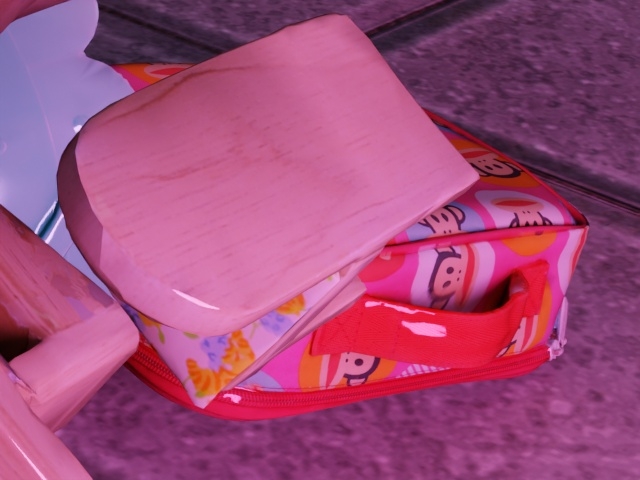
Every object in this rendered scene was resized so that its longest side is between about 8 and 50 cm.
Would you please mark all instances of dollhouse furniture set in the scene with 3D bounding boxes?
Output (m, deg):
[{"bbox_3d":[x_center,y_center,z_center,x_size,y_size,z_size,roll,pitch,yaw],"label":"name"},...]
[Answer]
[{"bbox_3d":[-0.124,0.113,0.580,0.394,0.362,0.256,50,37,7],"label":"dollhouse furniture set"}]

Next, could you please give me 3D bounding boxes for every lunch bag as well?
[{"bbox_3d":[0.000,0.000,1.035,0.293,0.120,0.258,-5,28,-45],"label":"lunch bag"}]

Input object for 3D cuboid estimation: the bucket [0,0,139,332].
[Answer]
[{"bbox_3d":[-0.228,-0.021,0.910,0.183,0.281,0.281,-19,37,-37],"label":"bucket"}]
